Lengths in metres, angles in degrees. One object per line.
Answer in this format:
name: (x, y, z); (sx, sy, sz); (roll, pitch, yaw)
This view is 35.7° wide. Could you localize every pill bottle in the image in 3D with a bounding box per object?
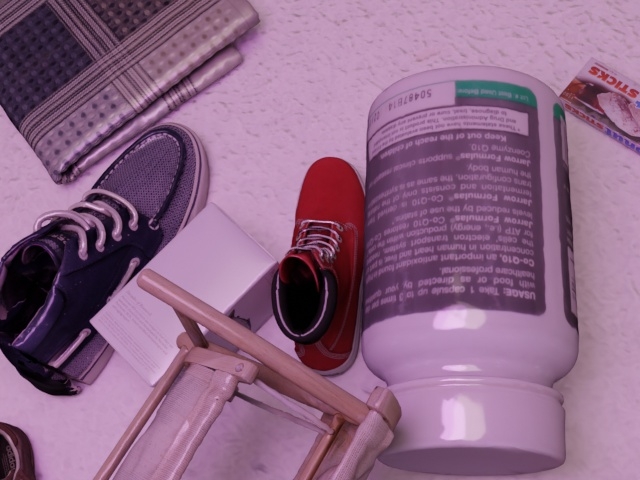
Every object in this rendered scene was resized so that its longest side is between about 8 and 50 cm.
pill bottle: (0.142, 0.033, 0.961); (0.204, 0.204, 0.361); (-1, 68, 10)

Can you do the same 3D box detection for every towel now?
towel: (-0.270, -0.267, 1.247); (0.324, 0.056, 0.312); (-39, 64, -3)

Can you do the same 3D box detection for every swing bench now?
swing bench: (-0.096, 0.206, 0.834); (0.254, 0.165, 0.253); (26, 69, 18)

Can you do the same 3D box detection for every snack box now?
snack box: (0.351, -0.130, 1.084); (0.178, 0.022, 0.064); (37, 78, 21)

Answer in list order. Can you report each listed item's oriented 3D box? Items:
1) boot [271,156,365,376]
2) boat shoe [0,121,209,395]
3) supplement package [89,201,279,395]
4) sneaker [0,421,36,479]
boot: (0.000, 0.000, 1.016); (0.088, 0.176, 0.244); (-2, 67, 12)
boat shoe: (-0.237, -0.003, 1.071); (0.127, 0.158, 0.341); (19, 74, 17)
supplement package: (-0.131, 0.069, 1.052); (0.105, 0.105, 0.179); (41, 82, 22)
sneaker: (-0.318, 0.275, 1.024); (0.066, 0.071, 0.188); (-28, 66, -1)
